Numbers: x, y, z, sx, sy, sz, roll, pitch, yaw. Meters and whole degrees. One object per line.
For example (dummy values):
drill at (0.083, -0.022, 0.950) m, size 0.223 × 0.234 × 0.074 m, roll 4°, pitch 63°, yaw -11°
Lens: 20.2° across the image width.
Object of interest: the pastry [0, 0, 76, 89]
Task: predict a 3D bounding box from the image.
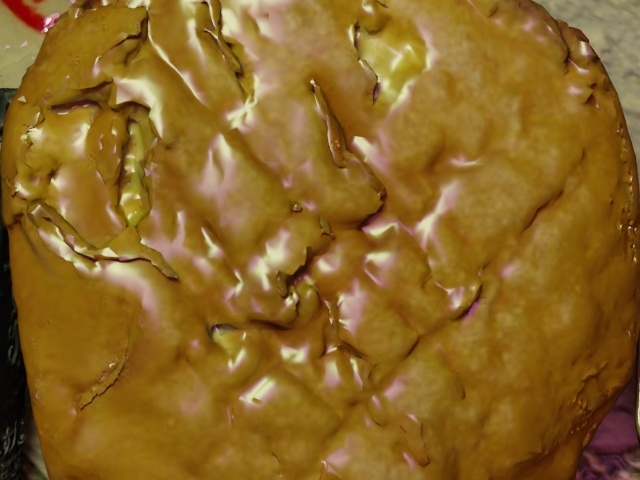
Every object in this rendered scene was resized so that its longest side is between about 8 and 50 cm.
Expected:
pastry at (-0.144, -0.174, 1.202) m, size 0.265 × 0.133 × 0.265 m, roll -2°, pitch 80°, yaw 11°

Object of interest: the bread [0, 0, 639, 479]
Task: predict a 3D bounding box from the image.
bread at (0.000, 0.000, 1.045) m, size 0.398 × 0.215 × 0.398 m, roll -1°, pitch 94°, yaw -13°

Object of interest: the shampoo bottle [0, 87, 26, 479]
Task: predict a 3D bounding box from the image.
shampoo bottle at (-0.222, 0.058, 1.128) m, size 0.071 × 0.098 × 0.309 m, roll 5°, pitch 99°, yaw 10°

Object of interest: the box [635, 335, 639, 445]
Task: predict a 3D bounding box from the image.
box at (0.269, 0.049, 1.120) m, size 0.144 × 0.090 × 0.201 m, roll 2°, pitch 78°, yaw 8°
